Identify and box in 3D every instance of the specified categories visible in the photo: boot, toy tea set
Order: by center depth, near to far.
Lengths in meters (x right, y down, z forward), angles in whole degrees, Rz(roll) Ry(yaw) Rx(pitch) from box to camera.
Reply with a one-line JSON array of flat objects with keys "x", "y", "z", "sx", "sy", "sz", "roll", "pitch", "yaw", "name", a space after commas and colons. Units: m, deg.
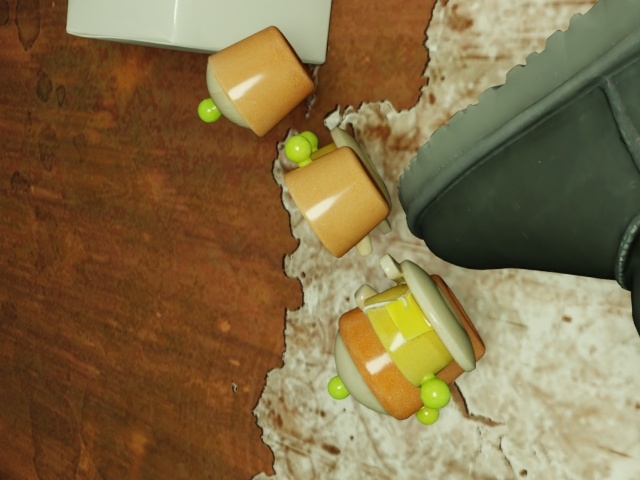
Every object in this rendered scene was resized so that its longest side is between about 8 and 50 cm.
[{"x": 0.215, "y": 0.108, "z": 0.481, "sx": 0.367, "sy": 0.146, "sz": 0.445, "roll": 128, "pitch": 123, "yaw": -66, "name": "boot"}, {"x": 0.000, "y": 0.000, "z": 0.693, "sx": 0.124, "sy": 0.200, "sz": 0.336, "roll": -33, "pitch": 66, "yaw": 8, "name": "toy tea set"}]

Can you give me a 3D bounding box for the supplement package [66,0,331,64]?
[{"x": -0.098, "y": -0.315, "z": 0.791, "sx": 0.175, "sy": 0.177, "sz": 0.293, "roll": 17, "pitch": 104, "yaw": 43, "name": "supplement package"}]
